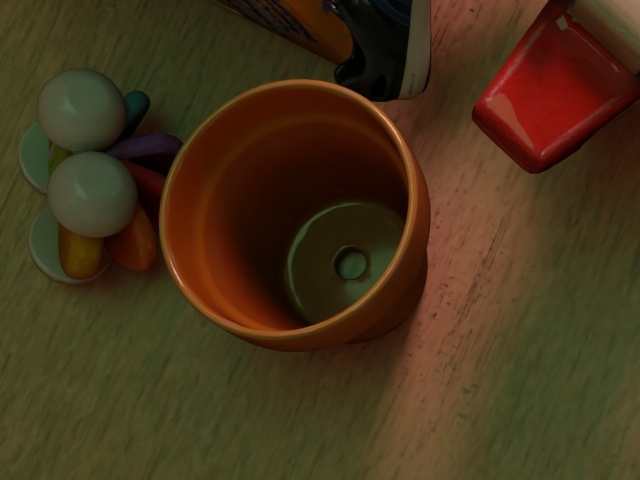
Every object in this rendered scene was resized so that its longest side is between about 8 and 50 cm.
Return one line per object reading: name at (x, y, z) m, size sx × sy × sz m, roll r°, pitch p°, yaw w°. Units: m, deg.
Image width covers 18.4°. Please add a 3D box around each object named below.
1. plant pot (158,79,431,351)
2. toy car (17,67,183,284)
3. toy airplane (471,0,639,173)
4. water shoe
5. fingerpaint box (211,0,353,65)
plant pot at (0.000, 0.000, 1.570) m, size 0.205 × 0.188 × 0.205 m, roll -5°, pitch 73°, yaw 16°
toy car at (-0.178, -0.055, 1.685) m, size 0.136 × 0.159 × 0.182 m, roll -3°, pitch 69°, yaw -19°
toy airplane at (0.263, -0.199, 1.531) m, size 0.384 × 0.272 × 0.386 m, roll 3°, pitch 61°, yaw -20°
water shoe at (0.041, -0.198, 1.513) m, size 0.080 × 0.073 × 0.203 m, roll -7°, pitch 114°, yaw -7°
fingerpaint box at (-0.136, -0.328, 1.575) m, size 0.371 × 0.445 × 0.163 m, roll 29°, pitch 87°, yaw 23°
